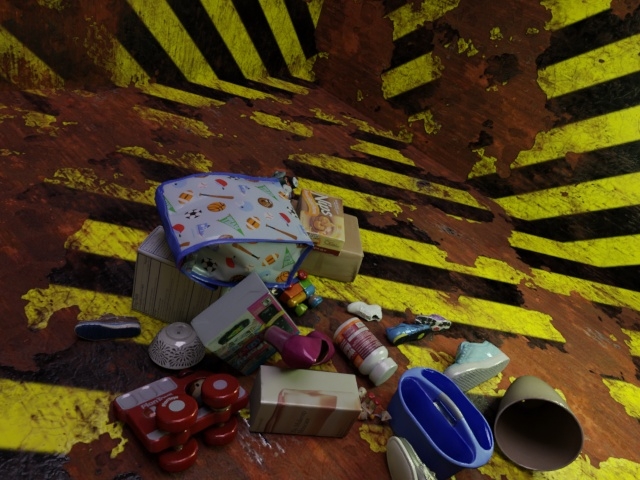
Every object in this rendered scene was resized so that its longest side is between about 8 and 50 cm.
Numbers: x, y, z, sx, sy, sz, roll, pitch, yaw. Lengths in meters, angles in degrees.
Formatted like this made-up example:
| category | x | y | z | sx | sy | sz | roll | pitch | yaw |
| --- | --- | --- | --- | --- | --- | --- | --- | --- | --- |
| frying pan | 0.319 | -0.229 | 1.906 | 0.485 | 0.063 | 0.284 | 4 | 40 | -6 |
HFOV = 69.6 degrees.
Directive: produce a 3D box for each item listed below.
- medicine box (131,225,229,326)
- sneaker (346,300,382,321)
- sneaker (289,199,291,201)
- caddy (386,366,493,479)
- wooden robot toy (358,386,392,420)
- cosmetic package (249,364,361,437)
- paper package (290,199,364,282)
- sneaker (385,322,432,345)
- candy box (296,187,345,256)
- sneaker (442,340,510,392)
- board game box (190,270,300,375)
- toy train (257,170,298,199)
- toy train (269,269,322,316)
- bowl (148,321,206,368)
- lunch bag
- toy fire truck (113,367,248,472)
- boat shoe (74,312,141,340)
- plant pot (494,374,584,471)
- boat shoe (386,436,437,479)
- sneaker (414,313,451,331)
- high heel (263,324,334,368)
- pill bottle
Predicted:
| category | x | y | z | sx | sy | sz | roll | pitch | yaw |
| --- | --- | --- | --- | --- | --- | --- | --- | --- | --- |
| medicine box | -0.435 | 0.136 | 1.481 | 0.289 | 0.264 | 0.149 | 22 | 35 | -1 |
| sneaker | 0.174 | 0.279 | 1.798 | 0.152 | 0.054 | 0.061 | 10 | 40 | -17 |
| sneaker | -0.181 | -0.195 | 2.232 | 0.070 | 0.051 | 0.134 | 5 | 42 | -25 |
| caddy | 0.371 | 0.557 | 1.432 | 0.241 | 0.179 | 0.341 | -12 | 47 | -37 |
| wooden robot toy | 0.136 | 0.524 | 1.449 | 0.173 | 0.076 | 0.079 | 38 | 49 | 22 |
| cosmetic package | -0.048 | 0.473 | 1.344 | 0.295 | 0.153 | 0.129 | 10 | 36 | -15 |
| paper package | 0.000 | 0.000 | 1.973 | 0.324 | 0.168 | 0.310 | 13 | 35 | -11 |
| sneaker | 0.343 | 0.346 | 1.786 | 0.209 | 0.069 | 0.082 | -5 | 40 | -32 |
| candy box | -0.004 | -0.080 | 1.854 | 0.182 | 0.088 | 0.317 | 15 | 34 | -10 |
| sneaker | 0.542 | 0.456 | 1.711 | 0.365 | 0.135 | 0.150 | 1 | 32 | -40 |
| board game box | -0.207 | 0.254 | 1.353 | 0.224 | 0.303 | 0.097 | -38 | 58 | -8 |
| toy train | -0.260 | -0.192 | 2.008 | 0.333 | 0.142 | 0.190 | -12 | 30 | 20 |
| toy train | -0.108 | 0.222 | 1.696 | 0.143 | 0.105 | 0.248 | 48 | 41 | 12 |
| bowl | -0.432 | 0.302 | 1.401 | 0.170 | 0.080 | 0.170 | 11 | 29 | -6 |
| lunch bag | -0.273 | -0.031 | 1.359 | 0.385 | 0.239 | 0.328 | 4 | 39 | -37 |
| toy fire truck | -0.363 | 0.437 | 1.235 | 0.302 | 0.170 | 0.253 | -17 | 32 | -43 |
| boat shoe | -0.643 | 0.258 | 1.393 | 0.183 | 0.066 | 0.066 | 10 | 31 | -33 |
| plant pot | 0.719 | 0.579 | 1.562 | 0.256 | 0.257 | 0.274 | 29 | 19 | 10 |
| boat shoe | 0.281 | 0.691 | 1.274 | 0.091 | 0.109 | 0.305 | -1 | 47 | -30 |
| sneaker | 0.449 | 0.331 | 1.882 | 0.169 | 0.068 | 0.071 | 14 | 20 | -26 |
| high heel | -0.012 | 0.359 | 1.408 | 0.181 | 0.127 | 0.377 | 26 | -1 | 35 |
| pill bottle | 0.154 | 0.383 | 1.592 | 0.121 | 0.121 | 0.221 | -15 | 49 | -40 |
